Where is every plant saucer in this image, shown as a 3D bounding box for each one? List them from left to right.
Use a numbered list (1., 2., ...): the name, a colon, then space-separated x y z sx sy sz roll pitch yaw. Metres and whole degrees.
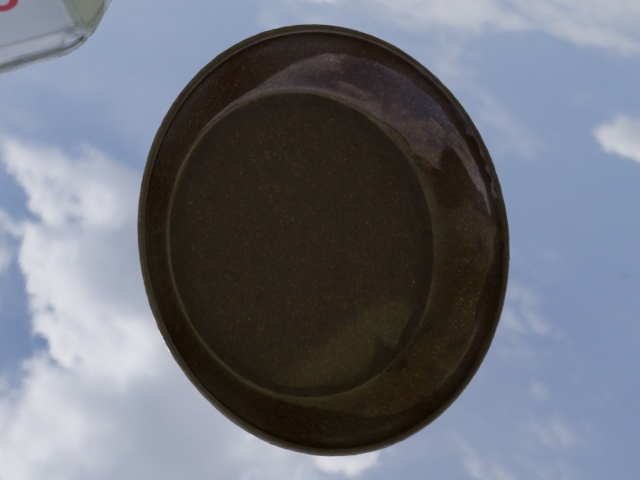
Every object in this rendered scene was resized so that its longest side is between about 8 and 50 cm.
1. plant saucer: 0.000 0.000 0.653 0.198 0.198 0.036 4 173 -30

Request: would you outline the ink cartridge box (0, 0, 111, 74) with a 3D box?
1. ink cartridge box: -0.190 -0.165 0.533 0.158 0.218 0.092 -12 -147 16
